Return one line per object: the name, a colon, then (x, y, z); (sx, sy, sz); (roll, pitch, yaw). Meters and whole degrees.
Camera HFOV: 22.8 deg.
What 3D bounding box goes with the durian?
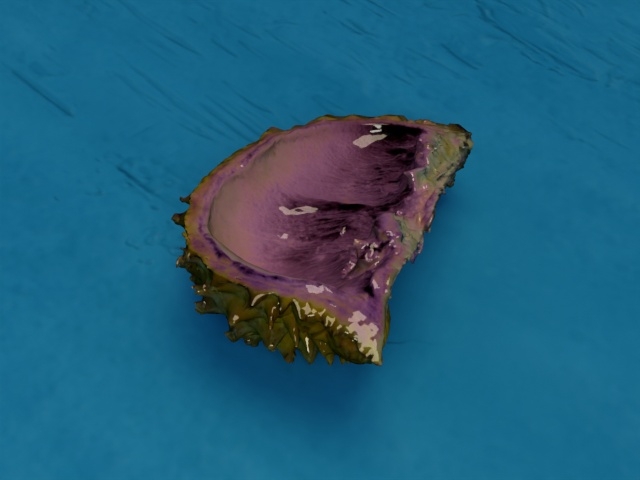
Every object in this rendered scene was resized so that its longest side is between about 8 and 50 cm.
durian: (0.000, -0.001, 1.191); (0.191, 0.112, 0.341); (5, 33, 14)
